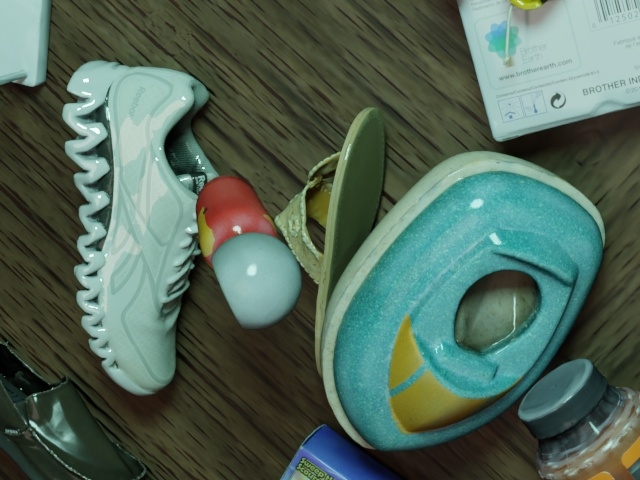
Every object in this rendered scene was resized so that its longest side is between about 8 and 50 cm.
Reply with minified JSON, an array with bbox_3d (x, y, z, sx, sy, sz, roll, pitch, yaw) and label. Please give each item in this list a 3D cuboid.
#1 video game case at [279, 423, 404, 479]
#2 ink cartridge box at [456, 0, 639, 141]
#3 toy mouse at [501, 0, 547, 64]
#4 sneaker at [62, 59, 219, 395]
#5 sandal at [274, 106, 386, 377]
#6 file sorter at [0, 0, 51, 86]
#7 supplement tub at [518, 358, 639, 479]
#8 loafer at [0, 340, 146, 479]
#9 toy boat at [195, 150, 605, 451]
[{"bbox_3d":[0.047,0.333,1.382,0.269,0.061,0.244,35,116,10],"label":"video game case"},{"bbox_3d":[0.178,-0.245,1.163,0.185,0.065,0.311,-12,102,25],"label":"ink cartridge box"},{"bbox_3d":[0.121,-0.233,1.141,0.143,0.031,0.161,36,116,9],"label":"toy mouse"},{"bbox_3d":[-0.142,-0.006,1.346,0.118,0.110,0.292,0,105,13],"label":"sneaker"},{"bbox_3d":[-0.003,0.002,1.298,0.079,0.088,0.240,14,116,25],"label":"sandal"},{"bbox_3d":[-0.387,-0.239,1.337,0.277,0.173,0.193,15,109,19],"label":"file sorter"},{"bbox_3d":[0.237,0.186,1.220,0.106,0.106,0.198,-33,102,27],"label":"supplement tub"},{"bbox_3d":[-0.245,0.167,1.445,0.220,0.080,0.078,32,115,11],"label":"loafer"},{"bbox_3d":[0.051,0.046,1.184,0.318,0.148,0.267,19,114,-25],"label":"toy boat"}]
